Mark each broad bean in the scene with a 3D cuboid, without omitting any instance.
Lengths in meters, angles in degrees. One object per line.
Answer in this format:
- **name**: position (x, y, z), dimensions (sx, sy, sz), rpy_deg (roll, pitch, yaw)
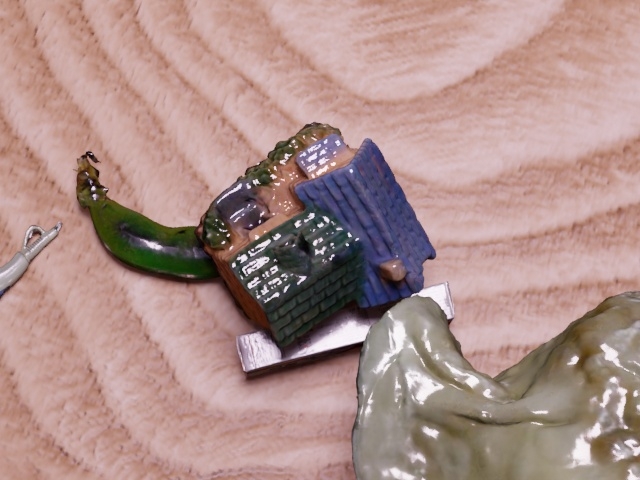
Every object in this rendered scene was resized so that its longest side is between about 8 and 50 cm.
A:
- **broad bean**: position (-0.109, -0.032, 1.120), dimensions (0.292, 0.049, 0.144), rpy_deg (-4, 78, -3)

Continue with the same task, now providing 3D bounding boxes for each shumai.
- **shumai**: position (0.170, 0.195, 0.924), dimensions (0.288, 0.292, 0.330), rpy_deg (14, 51, -15)

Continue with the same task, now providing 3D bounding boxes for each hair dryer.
- **hair dryer**: position (-0.329, 0.085, 1.098), dimensions (0.199, 0.067, 0.167), rpy_deg (-21, 85, -21)

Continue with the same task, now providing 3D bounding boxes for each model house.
- **model house**: position (0.000, 0.000, 1.018), dimensions (0.183, 0.172, 0.166), rpy_deg (-34, 109, -12)

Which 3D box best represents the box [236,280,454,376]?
- **box**: position (0.025, 0.090, 1.087), dimensions (0.218, 0.055, 0.039), rpy_deg (-14, 77, -5)
